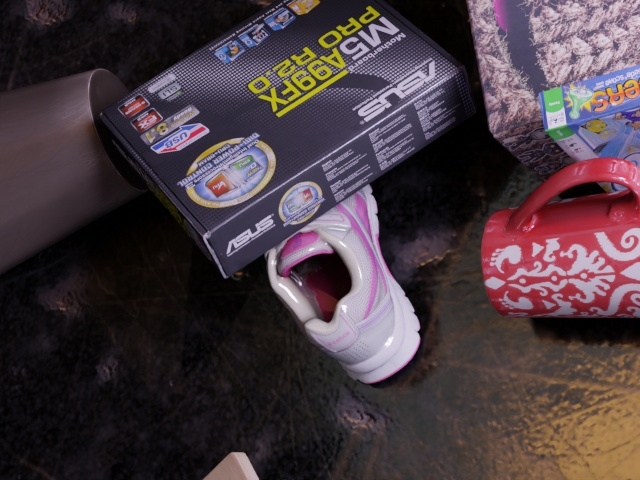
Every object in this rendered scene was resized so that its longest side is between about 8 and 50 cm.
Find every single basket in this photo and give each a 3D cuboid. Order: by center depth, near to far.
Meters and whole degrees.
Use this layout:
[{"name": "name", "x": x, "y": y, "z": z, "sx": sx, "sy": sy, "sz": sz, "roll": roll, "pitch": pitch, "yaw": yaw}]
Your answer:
[{"name": "basket", "x": -0.289, "y": -0.068, "z": 1.626, "sx": 0.227, "sy": 0.154, "sz": 0.204, "roll": -19, "pitch": 66, "yaw": 18}]

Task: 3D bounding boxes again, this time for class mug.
[{"name": "mug", "x": 0.221, "y": -0.004, "z": 1.342, "sx": 0.169, "sy": 0.113, "sz": 0.150, "roll": -6, "pitch": 108, "yaw": 31}]

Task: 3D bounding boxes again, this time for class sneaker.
[{"name": "sneaker", "x": 0.000, "y": 0.000, "z": 1.465, "sx": 0.103, "sy": 0.111, "sz": 0.252, "roll": -35, "pitch": 60, "yaw": 14}]

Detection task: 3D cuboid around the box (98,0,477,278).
[{"name": "box", "x": -0.032, "y": -0.113, "z": 1.473, "sx": 0.270, "sy": 0.060, "sz": 0.216, "roll": -33, "pitch": 45, "yaw": -10}]

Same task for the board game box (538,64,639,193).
[{"name": "board game box", "x": 0.269, "y": -0.084, "z": 1.297, "sx": 0.136, "sy": 0.201, "sz": 0.035, "roll": -15, "pitch": 67, "yaw": 24}]

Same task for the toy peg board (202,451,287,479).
[{"name": "toy peg board", "x": -0.064, "y": 0.294, "z": 1.434, "sx": 0.160, "sy": 0.079, "sz": 0.161, "roll": -46, "pitch": 56, "yaw": 26}]

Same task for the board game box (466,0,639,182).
[{"name": "board game box", "x": 0.279, "y": -0.206, "z": 1.368, "sx": 0.291, "sy": 0.141, "sz": 0.232, "roll": -18, "pitch": 66, "yaw": 22}]
